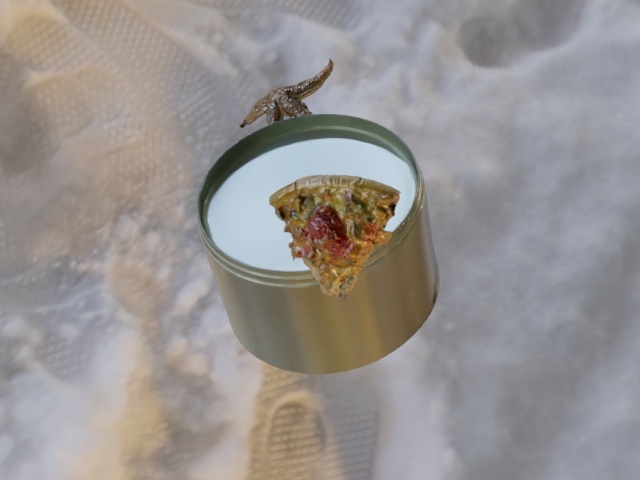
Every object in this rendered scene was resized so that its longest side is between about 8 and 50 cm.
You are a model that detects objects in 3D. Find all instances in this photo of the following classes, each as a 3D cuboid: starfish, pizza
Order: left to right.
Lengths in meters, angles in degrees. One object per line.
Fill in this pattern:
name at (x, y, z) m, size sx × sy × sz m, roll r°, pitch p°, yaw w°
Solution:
starfish at (-0.048, -0.142, 1.363) m, size 0.041 × 0.130 × 0.133 m, roll 45°, pitch 50°, yaw -43°
pizza at (0.009, 0.000, 0.728) m, size 0.025 × 0.083 × 0.078 m, roll -26°, pitch 111°, yaw -66°

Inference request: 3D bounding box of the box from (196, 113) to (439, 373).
box at (0.000, 0.000, 1.238) m, size 0.226 × 0.149 × 0.226 m, roll -7°, pitch 46°, yaw 7°
